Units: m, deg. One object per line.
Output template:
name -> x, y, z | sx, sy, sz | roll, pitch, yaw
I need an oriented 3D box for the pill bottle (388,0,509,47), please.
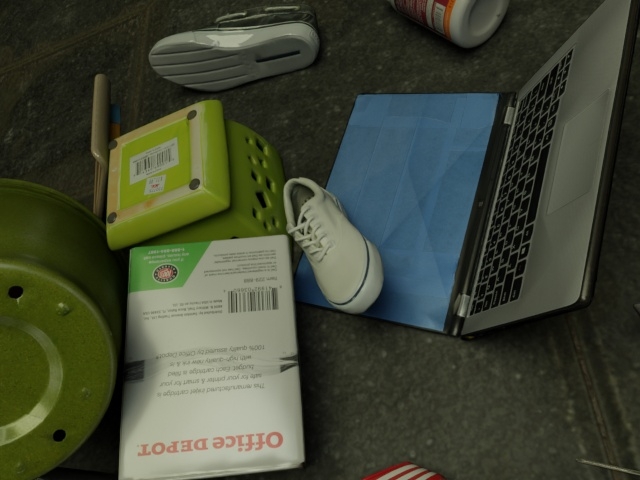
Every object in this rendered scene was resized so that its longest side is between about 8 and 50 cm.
pill bottle -> 0.188, -0.413, 0.906 | 0.121, 0.121, 0.221 | -43, 56, -1

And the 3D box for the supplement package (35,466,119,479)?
supplement package -> -0.294, 0.425, 0.649 | 0.199, 0.198, 0.262 | 5, 67, 27

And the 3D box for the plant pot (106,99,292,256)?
plant pot -> -0.194, -0.069, 0.853 | 0.228, 0.207, 0.227 | -19, 59, 16

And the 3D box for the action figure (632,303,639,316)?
action figure -> 0.516, 0.095, 0.470 | 0.330, 0.178, 0.341 | -35, 52, 17

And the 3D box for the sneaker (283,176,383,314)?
sneaker -> 0.000, 0.000, 0.730 | 0.094, 0.091, 0.258 | -52, 31, 14

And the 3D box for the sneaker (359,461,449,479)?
sneaker -> 0.072, 0.350, 0.605 | 0.128, 0.087, 0.221 | 19, 61, 40

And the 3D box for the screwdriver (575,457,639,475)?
screwdriver -> 0.353, 0.243, 0.563 | 0.170, 0.025, 0.024 | 0, 65, 34

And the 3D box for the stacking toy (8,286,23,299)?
stacking toy -> -0.635, -0.015, 0.858 | 0.351, 0.480, 0.350 | -11, 61, 20

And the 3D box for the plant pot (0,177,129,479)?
plant pot -> -0.396, 0.114, 0.677 | 0.366, 0.366, 0.353 | -55, 27, -9

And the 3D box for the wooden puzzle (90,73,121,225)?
wooden puzzle -> -0.374, -0.131, 0.968 | 0.044, 0.238, 0.220 | 1, 50, -20

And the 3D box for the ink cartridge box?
ink cartridge box -> -0.132, 0.152, 0.715 | 0.211, 0.121, 0.289 | -4, 65, -2

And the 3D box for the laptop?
laptop -> 0.146, -0.096, 0.702 | 0.236, 0.408, 0.381 | 19, 72, -4

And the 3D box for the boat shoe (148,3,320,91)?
boat shoe -> -0.159, -0.373, 1.062 | 0.335, 0.121, 0.119 | -2, 56, 12
